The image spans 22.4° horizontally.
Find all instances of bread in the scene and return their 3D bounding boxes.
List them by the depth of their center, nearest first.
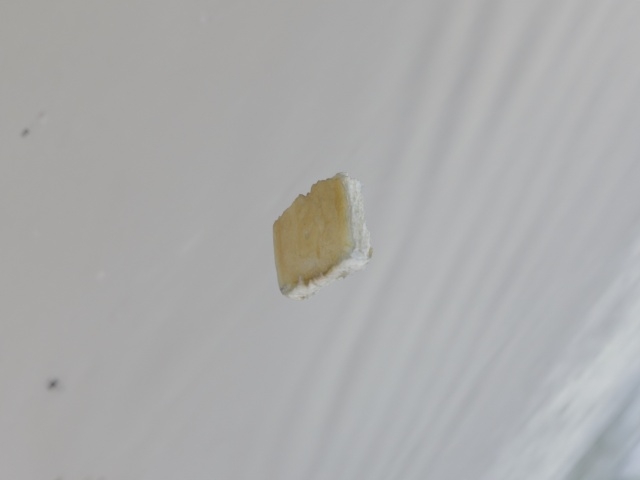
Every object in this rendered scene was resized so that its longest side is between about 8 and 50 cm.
[{"bbox_3d":[0.000,0.000,1.132,0.035,0.070,0.083,20,138,-42],"label":"bread"}]
